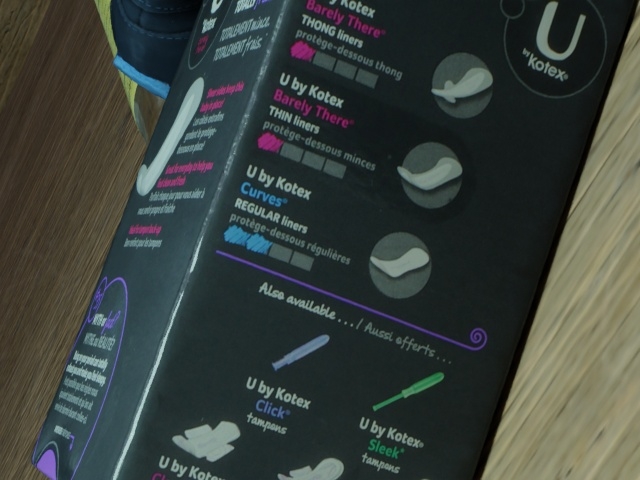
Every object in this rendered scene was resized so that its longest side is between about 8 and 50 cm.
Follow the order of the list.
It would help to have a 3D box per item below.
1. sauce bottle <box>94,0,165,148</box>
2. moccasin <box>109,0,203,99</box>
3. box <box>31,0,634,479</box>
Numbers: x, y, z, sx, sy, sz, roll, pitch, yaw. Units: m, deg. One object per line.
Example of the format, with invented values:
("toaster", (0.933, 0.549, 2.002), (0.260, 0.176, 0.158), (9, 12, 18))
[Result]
("sauce bottle", (-0.054, -0.091, 1.084), (0.111, 0.111, 0.344), (-60, 37, 33))
("moccasin", (0.013, -0.216, 1.004), (0.117, 0.137, 0.342), (93, -157, -64))
("box", (0.000, 0.000, 0.816), (0.270, 0.143, 0.165), (-70, 17, -5))
